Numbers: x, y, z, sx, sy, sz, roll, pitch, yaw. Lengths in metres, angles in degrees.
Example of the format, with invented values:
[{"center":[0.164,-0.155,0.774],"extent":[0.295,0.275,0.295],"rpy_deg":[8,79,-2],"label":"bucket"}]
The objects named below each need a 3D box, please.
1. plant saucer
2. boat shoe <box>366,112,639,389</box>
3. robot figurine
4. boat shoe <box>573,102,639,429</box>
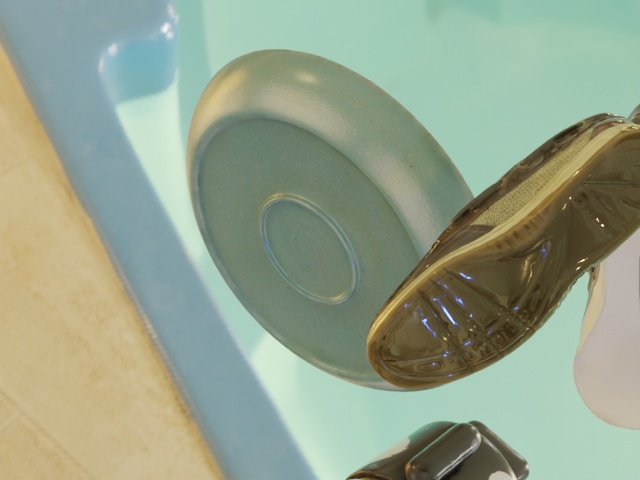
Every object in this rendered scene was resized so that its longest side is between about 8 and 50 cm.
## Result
[{"center":[0.000,0.000,0.975],"extent":[0.317,0.317,0.044],"rpy_deg":[43,54,10],"label":"plant saucer"},{"center":[0.119,0.005,0.760],"extent":[0.080,0.223,0.073],"rpy_deg":[45,10,-23],"label":"boat shoe"},{"center":[0.116,0.312,1.384],"extent":[0.278,0.174,0.209],"rpy_deg":[-26,106,-40],"label":"robot figurine"},{"center":[0.256,0.024,0.949],"extent":[0.108,0.301,0.102],"rpy_deg":[3,42,18],"label":"boat shoe"}]
